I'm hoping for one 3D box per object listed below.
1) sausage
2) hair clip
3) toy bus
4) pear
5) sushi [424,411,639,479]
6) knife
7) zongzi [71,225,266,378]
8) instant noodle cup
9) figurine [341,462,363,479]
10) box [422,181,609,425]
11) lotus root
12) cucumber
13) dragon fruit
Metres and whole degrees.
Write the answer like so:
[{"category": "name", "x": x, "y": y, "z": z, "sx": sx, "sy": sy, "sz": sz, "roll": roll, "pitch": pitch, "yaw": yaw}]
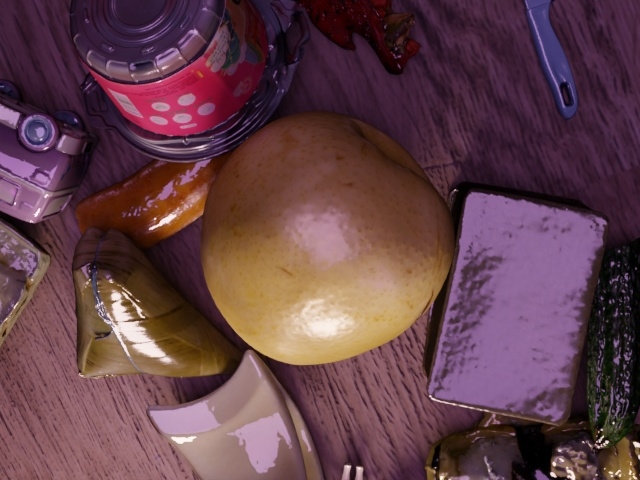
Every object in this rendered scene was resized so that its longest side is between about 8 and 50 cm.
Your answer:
[{"category": "sausage", "x": -0.187, "y": -0.075, "z": 1.273, "sx": 0.270, "sy": 0.109, "sz": 0.109, "roll": -36, "pitch": 95, "yaw": 8}, {"category": "hair clip", "x": -0.083, "y": 0.303, "z": 1.329, "sx": 0.172, "sy": 0.113, "sz": 0.282, "roll": -31, "pitch": 82, "yaw": 8}, {"category": "toy bus", "x": -0.405, "y": -0.121, "z": 1.261, "sx": 0.202, "sy": 0.142, "sz": 0.142, "roll": 26, "pitch": 99, "yaw": -1}, {"category": "pear", "x": 0.000, "y": 0.000, "z": 1.175, "sx": 0.309, "sy": 0.309, "sz": 0.309, "roll": 1, "pitch": 99, "yaw": 4}, {"category": "sushi", "x": 0.282, "y": 0.285, "z": 1.286, "sx": 0.291, "sy": 0.131, "sz": 0.139, "roll": -5, "pitch": 101, "yaw": 12}, {"category": "knife", "x": 0.274, "y": -0.304, "z": 1.249, "sx": 0.044, "sy": 0.019, "sz": 0.313, "roll": -20, "pitch": 97, "yaw": -1}, {"category": "zongzi", "x": -0.190, "y": 0.095, "z": 1.264, "sx": 0.256, "sy": 0.115, "sz": 0.228, "roll": 9, "pitch": 137, "yaw": -2}, {"category": "instant noodle cup", "x": -0.177, "y": -0.239, "z": 1.161, "sx": 0.302, "sy": 0.181, "sz": 0.258, "roll": -29, "pitch": 70, "yaw": 5}, {"category": "figurine", "x": 0.040, "y": 0.357, "z": 1.354, "sx": 0.064, "sy": 0.047, "sz": 0.109, "roll": 8, "pitch": 96, "yaw": 6}, {"category": "box", "x": 0.235, "y": 0.074, "z": 1.248, "sx": 0.184, "sy": 0.143, "sz": 0.273, "roll": 10, "pitch": 98, "yaw": 2}, {"category": "lotus root", "x": -0.448, "y": 0.070, "z": 1.299, "sx": 0.119, "sy": 0.138, "sz": 0.235, "roll": 30, "pitch": 99, "yaw": -6}, {"category": "cucumber", "x": 0.369, "y": 0.125, "z": 1.241, "sx": 0.077, "sy": 0.077, "sz": 0.265, "roll": 1, "pitch": 77, "yaw": 4}, {"category": "dragon fruit", "x": 0.043, "y": -0.284, "z": 1.228, "sx": 0.122, "sy": 0.092, "sz": 0.192, "roll": -34, "pitch": 95, "yaw": 8}]
